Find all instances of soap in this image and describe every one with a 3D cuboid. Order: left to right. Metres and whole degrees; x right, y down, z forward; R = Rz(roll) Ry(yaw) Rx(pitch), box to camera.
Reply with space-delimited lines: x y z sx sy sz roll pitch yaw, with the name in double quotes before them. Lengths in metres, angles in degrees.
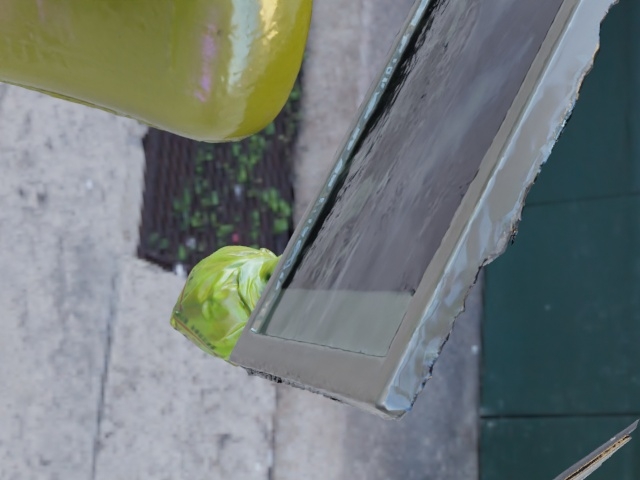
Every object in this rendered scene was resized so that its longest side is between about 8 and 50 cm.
"soap" -0.068 -0.079 0.370 0.045 0.140 0.089 -59 162 -51

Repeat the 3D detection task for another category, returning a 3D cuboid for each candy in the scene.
"candy" 0.002 0.001 0.786 0.077 0.262 0.073 53 37 -1

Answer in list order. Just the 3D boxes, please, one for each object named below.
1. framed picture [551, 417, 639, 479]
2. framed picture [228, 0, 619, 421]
"framed picture" 0.109 0.203 0.840 0.195 0.199 0.010 -21 67 -40
"framed picture" 0.057 -0.069 0.456 0.019 0.209 0.281 29 79 -13
